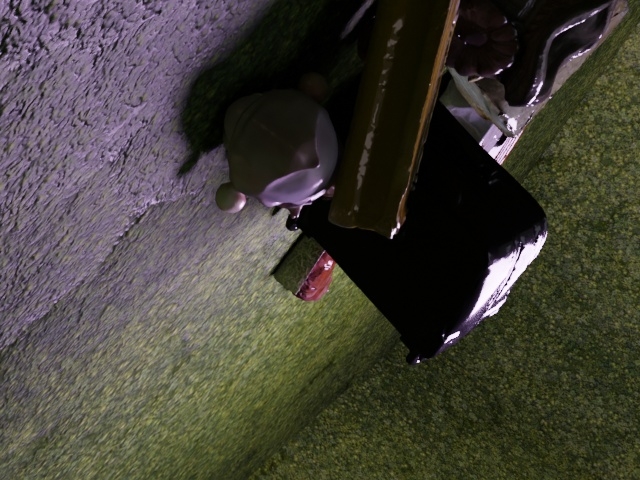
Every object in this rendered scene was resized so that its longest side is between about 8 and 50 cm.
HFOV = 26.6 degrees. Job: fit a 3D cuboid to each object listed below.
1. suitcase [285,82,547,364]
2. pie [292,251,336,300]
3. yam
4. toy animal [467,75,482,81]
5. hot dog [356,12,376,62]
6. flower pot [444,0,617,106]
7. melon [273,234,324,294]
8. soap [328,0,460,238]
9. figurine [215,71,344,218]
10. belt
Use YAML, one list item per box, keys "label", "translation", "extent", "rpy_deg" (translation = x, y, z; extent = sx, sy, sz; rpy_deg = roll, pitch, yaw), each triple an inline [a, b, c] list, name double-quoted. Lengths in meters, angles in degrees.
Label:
- label: "suitcase"
  translation: [0.134, -0.042, 1.920]
  extent: [0.188, 0.345, 0.339]
  rpy_deg: [-29, 158, -30]
- label: "pie"
  translation: [0.029, 0.022, 2.470]
  extent: [0.218, 0.054, 0.204]
  rpy_deg: [-48, 169, -7]
- label: "yam"
  translation: [0.343, -0.332, 2.179]
  extent: [0.300, 0.195, 0.195]
  rpy_deg: [-49, 169, 2]
- label: "toy animal"
  translation: [0.273, -0.307, 2.040]
  extent: [0.219, 0.101, 0.103]
  rpy_deg: [-25, 178, 3]
- label: "hot dog"
  translation: [0.121, -0.317, 1.734]
  extent: [0.066, 0.047, 0.215]
  rpy_deg: [24, 110, -40]
- label: "flower pot"
  translation: [0.281, -0.335, 1.846]
  extent: [0.302, 0.213, 0.302]
  rpy_deg: [-48, 171, -10]
- label: "melon"
  translation: [-0.004, 0.004, 2.302]
  extent: [0.182, 0.054, 0.098]
  rpy_deg: [-54, 174, 25]
- label: "soap"
  translation: [0.095, -0.174, 1.640]
  extent: [0.199, 0.091, 0.315]
  rpy_deg: [-57, 160, -74]
- label: "figurine"
  translation: [-0.038, -0.101, 1.617]
  extent: [0.200, 0.133, 0.276]
  rpy_deg: [-53, 170, -1]
- label: "belt"
  translation: [0.258, -0.186, 2.397]
  extent: [0.338, 0.122, 0.217]
  rpy_deg: [-57, 160, 15]
